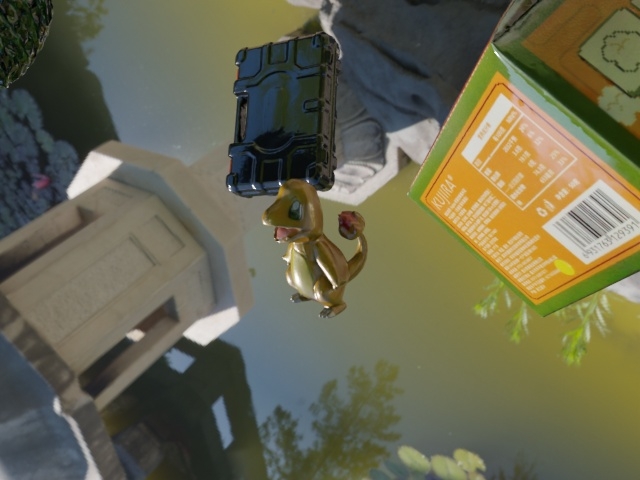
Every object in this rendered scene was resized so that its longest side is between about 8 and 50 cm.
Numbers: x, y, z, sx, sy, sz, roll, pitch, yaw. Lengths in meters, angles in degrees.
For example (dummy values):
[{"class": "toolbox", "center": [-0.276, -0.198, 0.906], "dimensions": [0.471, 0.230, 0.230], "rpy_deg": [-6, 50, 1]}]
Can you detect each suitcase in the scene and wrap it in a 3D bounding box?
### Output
[{"class": "suitcase", "center": [-0.067, -0.223, 1.163], "dimensions": [0.206, 0.066, 0.285], "rpy_deg": [-2, 78, 27]}]

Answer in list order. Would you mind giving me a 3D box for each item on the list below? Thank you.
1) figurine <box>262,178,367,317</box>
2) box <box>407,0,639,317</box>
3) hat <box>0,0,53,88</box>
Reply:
[{"class": "figurine", "center": [0.002, -0.003, 0.797], "dimensions": [0.121, 0.122, 0.176], "rpy_deg": [27, 146, 52]}, {"class": "box", "center": [0.174, -0.078, 0.402], "dimensions": [0.148, 0.177, 0.195], "rpy_deg": [43, 164, 10]}, {"class": "hat", "center": [-0.490, -0.350, 0.783], "dimensions": [0.242, 0.274, 0.332], "rpy_deg": [-15, 135, -1]}]
